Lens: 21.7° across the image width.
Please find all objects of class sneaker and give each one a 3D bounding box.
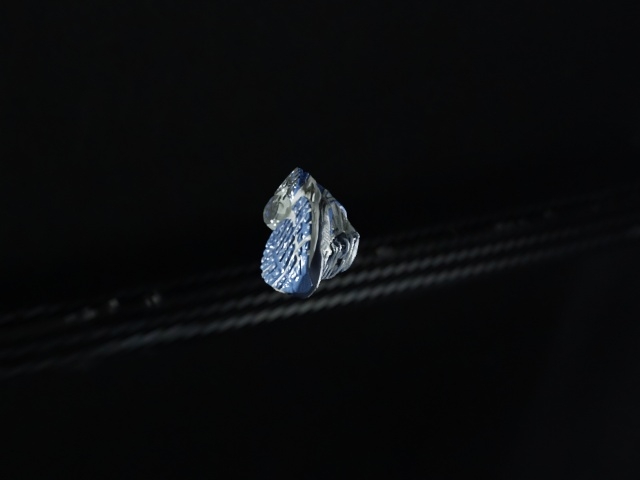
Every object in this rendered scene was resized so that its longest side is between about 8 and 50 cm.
[{"bbox_3d":[0.000,0.000,1.053,0.058,0.135,0.052,32,-67,-15],"label":"sneaker"}]
